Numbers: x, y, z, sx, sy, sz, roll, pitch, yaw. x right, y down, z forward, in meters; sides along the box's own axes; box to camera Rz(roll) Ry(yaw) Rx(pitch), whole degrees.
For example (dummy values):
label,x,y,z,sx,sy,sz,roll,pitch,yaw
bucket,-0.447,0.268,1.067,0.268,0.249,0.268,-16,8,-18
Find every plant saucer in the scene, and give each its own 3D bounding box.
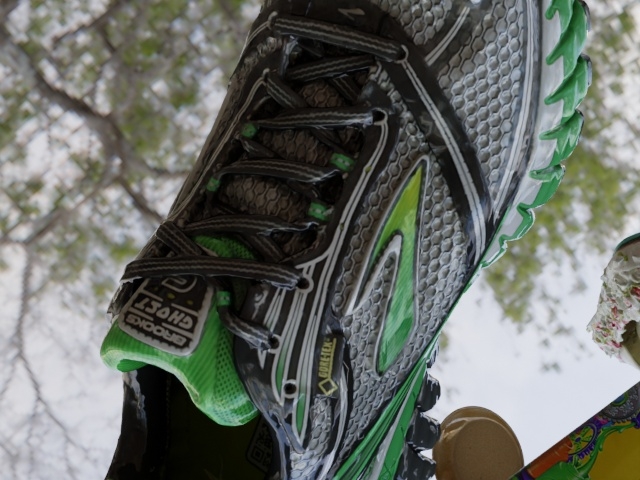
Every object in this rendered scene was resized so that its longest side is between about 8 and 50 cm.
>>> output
label,x,y,z,sx,sy,sz,roll,pitch,yaw
plant saucer,0.120,0.163,0.984,0.083,0.083,0.015,-14,171,41

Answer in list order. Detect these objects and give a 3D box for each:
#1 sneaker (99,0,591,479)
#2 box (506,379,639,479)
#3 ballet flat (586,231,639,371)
label,x,y,z,sx,sy,sz,roll,pitch,yaw
sneaker,0.000,0.000,0.517,0.134,0.343,0.146,23,-161,32
box,0.313,0.174,0.764,0.279,0.290,0.177,-42,161,20
ballet flat,0.270,0.069,1.100,0.091,0.241,0.077,-22,-115,5
